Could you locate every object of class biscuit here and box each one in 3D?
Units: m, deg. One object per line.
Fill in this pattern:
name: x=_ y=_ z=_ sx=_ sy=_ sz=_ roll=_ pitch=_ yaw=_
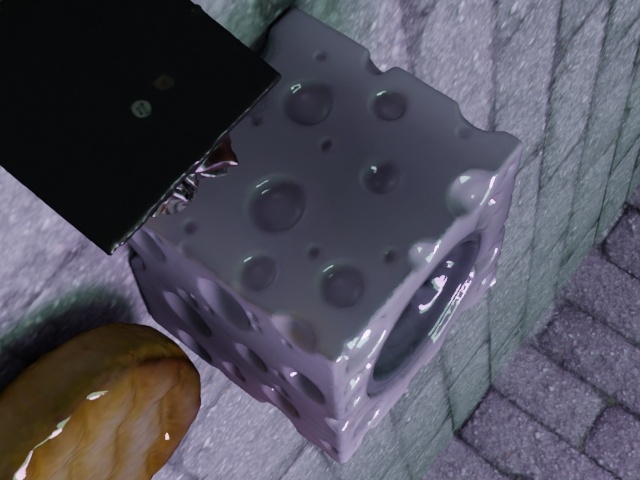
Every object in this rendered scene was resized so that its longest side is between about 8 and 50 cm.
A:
biscuit: x=-0.203 y=0.166 z=0.976 sx=0.213 sy=0.091 sz=0.274 roll=-46 pitch=157 yaw=-19

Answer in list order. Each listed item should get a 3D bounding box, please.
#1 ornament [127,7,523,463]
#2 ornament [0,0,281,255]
ornament: x=0.000 y=0.000 z=0.962 sx=0.240 sy=0.240 sz=0.239 roll=-48 pitch=160 yaw=-21
ornament: x=-0.133 y=-0.061 z=0.734 sx=0.153 sy=0.166 sz=0.196 roll=-48 pitch=174 yaw=-17
